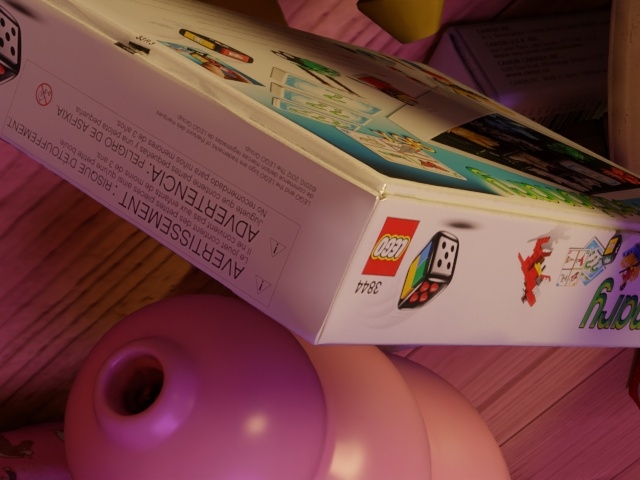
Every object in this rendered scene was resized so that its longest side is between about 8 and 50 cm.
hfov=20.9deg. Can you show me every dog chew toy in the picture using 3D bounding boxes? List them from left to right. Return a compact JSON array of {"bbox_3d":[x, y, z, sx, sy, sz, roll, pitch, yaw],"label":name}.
[{"bbox_3d":[-0.022,0.130,0.927,0.206,0.207,0.332,-33,147,8],"label":"dog chew toy"}]

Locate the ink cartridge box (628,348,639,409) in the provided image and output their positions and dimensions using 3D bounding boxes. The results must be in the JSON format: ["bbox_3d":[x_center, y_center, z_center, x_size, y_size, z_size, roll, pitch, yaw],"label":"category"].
[{"bbox_3d":[0.374,0.158,1.306,0.130,0.309,0.272,-23,151,-10],"label":"ink cartridge box"}]

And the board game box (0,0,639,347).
[{"bbox_3d":[0.022,-0.027,0.633,0.305,0.193,0.053,6,112,-56],"label":"board game box"}]

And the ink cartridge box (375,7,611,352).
[{"bbox_3d":[0.152,-0.040,1.047,0.275,0.060,0.239,-10,148,-31],"label":"ink cartridge box"}]

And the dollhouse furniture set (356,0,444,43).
[{"bbox_3d":[0.183,-0.125,0.685,0.286,0.198,0.303,-24,-169,-15],"label":"dollhouse furniture set"}]

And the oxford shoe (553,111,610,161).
[{"bbox_3d":[0.147,-0.009,0.968,0.096,0.083,0.227,-12,154,11],"label":"oxford shoe"}]

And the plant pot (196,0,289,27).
[{"bbox_3d":[-0.062,-0.076,0.777,0.083,0.081,0.081,-13,149,-17],"label":"plant pot"}]

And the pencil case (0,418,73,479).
[{"bbox_3d":[-0.278,0.204,0.969,0.386,0.167,0.160,-6,-178,-36],"label":"pencil case"}]

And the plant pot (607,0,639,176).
[{"bbox_3d":[0.226,-0.081,0.842,0.109,0.237,0.237,3,164,27],"label":"plant pot"}]
